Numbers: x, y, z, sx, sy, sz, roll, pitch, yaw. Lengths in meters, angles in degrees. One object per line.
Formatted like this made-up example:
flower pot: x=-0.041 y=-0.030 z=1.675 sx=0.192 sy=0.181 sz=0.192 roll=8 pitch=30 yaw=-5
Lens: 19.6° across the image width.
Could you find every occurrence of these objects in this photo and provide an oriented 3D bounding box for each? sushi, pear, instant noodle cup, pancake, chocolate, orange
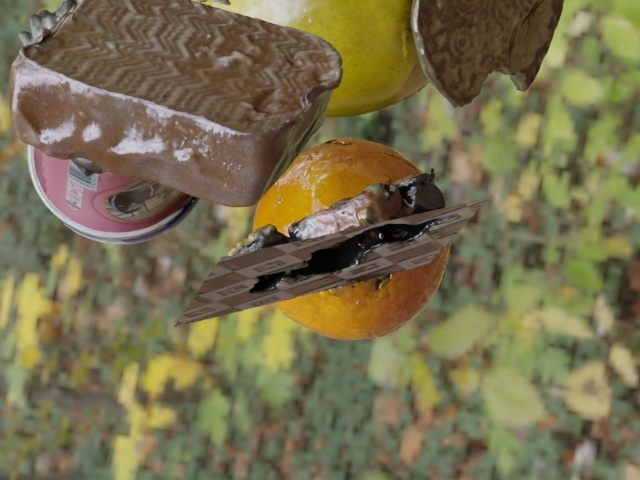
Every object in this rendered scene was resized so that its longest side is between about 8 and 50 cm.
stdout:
sushi: x=0.000 y=0.000 z=1.901 sx=0.292 sy=0.294 sz=0.059 roll=126 pitch=129 yaw=-71
pear: x=-0.009 y=-0.277 z=1.988 sx=0.285 sy=0.336 sz=0.285 roll=7 pitch=-90 yaw=-87
instant noodle cup: x=-0.246 y=-0.133 z=2.237 sx=0.255 sy=0.244 sz=0.244 roll=114 pitch=166 yaw=-78
pancake: x=0.172 y=-0.240 z=1.860 sx=0.235 sy=0.029 sz=0.212 roll=-8 pitch=-74 yaw=-45
chocolate: x=-0.098 y=-0.100 z=1.306 sx=0.148 sy=0.214 sz=0.093 roll=-55 pitch=-19 yaw=-46
orange: x=0.036 y=-0.002 z=2.238 sx=0.246 sy=0.246 sz=0.246 roll=-169 pitch=90 yaw=-87

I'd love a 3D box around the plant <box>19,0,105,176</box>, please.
plant: x=-0.249 y=-0.176 z=2.033 sx=0.132 sy=0.129 sz=0.194 roll=-40 pitch=-72 yaw=-51
